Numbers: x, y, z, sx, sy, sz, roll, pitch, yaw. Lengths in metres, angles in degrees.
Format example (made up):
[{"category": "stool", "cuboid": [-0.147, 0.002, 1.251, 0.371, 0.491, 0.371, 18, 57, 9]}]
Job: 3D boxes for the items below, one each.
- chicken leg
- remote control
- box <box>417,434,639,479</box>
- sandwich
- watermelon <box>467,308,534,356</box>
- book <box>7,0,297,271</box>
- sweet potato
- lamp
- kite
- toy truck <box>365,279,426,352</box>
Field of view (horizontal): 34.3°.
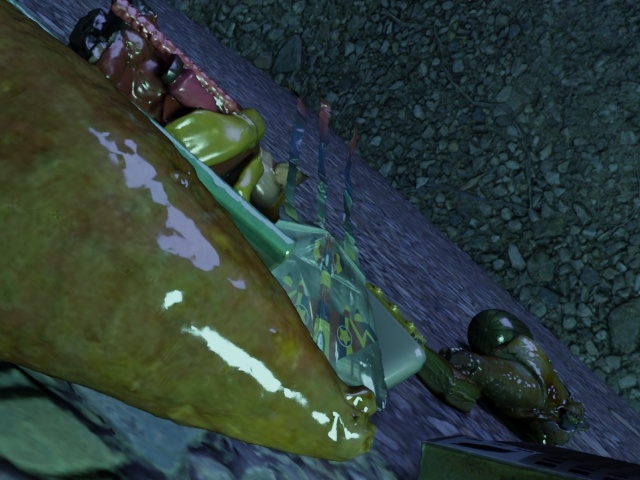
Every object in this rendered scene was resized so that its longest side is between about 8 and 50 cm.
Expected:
[{"category": "chicken leg", "cuboid": [0.204, 0.152, 1.114, 0.196, 0.080, 0.125, 37, 22, -20]}, {"category": "remote control", "cuboid": [-0.015, 0.026, 0.818, 0.261, 0.067, 0.029, 48, -21, 41]}, {"category": "box", "cuboid": [0.206, 0.185, 0.757, 0.180, 0.047, 0.325, 9, -7, 26]}, {"category": "sandwich", "cuboid": [0.119, 0.133, 0.979, 0.083, 0.031, 0.044, 37, 4, -6]}, {"category": "watermelon", "cuboid": [0.240, 0.133, 1.371, 0.111, 0.078, 0.078, 36, 9, -40]}, {"category": "book", "cuboid": [-0.148, -0.065, 0.548, 0.283, 0.025, 0.215, 42, -20, -7]}, {"category": "sweet potato", "cuboid": [-0.121, -0.020, 0.400, 0.337, 0.131, 0.131, 41, 8, -2]}, {"category": "lamp", "cuboid": [-0.084, -0.055, 0.740, 0.253, 0.118, 0.118, 42, 7, -26]}, {"category": "kite", "cuboid": [0.001, 0.000, 0.723, 0.141, 0.015, 0.245, 31, 49, -42]}, {"category": "toy truck", "cuboid": [0.030, 0.064, 0.832, 0.052, 0.063, 0.123, 30, 13, -47]}]
